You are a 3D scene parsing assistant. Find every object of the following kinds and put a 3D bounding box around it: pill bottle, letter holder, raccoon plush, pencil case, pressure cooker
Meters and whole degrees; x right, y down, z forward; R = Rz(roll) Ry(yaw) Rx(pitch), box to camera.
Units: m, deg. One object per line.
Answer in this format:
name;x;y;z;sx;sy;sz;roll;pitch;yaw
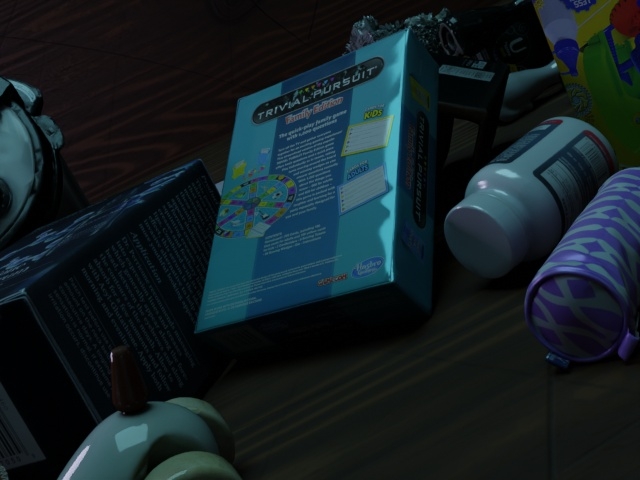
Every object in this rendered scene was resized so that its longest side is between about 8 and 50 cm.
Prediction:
pill bottle;0.209;-0.041;0.909;0.180;0.108;0.108;-35;17;-33
letter holder;0.161;-0.128;1.277;0.152;0.215;0.302;12;24;12
raccoon plush;0.260;-0.373;2.022;0.299;0.216;0.446;-17;39;-23
pencil case;0.235;0.014;0.721;0.088;0.086;0.206;21;40;23
pressure cooker;-0.540;-0.035;1.371;0.375;0.370;0.420;-18;-25;-5

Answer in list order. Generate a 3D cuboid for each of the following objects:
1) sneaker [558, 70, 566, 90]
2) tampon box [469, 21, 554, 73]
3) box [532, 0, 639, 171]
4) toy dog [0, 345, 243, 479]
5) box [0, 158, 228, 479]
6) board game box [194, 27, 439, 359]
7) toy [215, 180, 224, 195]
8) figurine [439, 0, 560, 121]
sneaker;0.400;-0.236;1.322;0.118;0.083;0.222;-31;16;-19
tampon box;0.366;-0.340;1.646;0.161;0.120;0.101;-26;3;1
box;0.399;-0.227;0.895;0.177;0.279;0.290;-36;17;-36
toy dog;-0.205;0.199;0.660;0.333;0.161;0.220;-34;16;-31
box;-0.280;0.102;1.036;0.293;0.212;0.395;-20;15;24
board game box;0.003;-0.052;1.020;0.253;0.079;0.336;-16;51;32
toy;-0.122;-0.088;1.759;0.136;0.056;0.237;-24;19;-7
figurine;0.343;-0.323;1.538;0.209;0.215;0.092;-26;-14;-4
